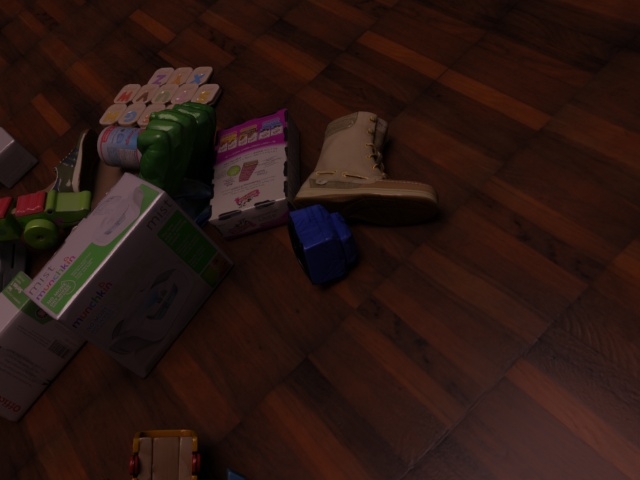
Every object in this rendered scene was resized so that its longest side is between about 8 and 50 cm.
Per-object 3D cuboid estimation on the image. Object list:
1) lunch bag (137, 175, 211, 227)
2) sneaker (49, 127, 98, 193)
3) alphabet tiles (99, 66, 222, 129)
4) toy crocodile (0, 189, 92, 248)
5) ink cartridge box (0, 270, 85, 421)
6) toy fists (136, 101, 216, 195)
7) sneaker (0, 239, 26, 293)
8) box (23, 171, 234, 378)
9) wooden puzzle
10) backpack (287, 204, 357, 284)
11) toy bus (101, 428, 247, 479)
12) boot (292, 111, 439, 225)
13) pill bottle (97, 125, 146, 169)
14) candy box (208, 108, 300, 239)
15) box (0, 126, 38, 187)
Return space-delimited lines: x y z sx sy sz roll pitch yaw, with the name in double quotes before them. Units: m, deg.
"lunch bag" -0.283 -0.080 1.366 0.151 0.096 0.129 -24 42 -29
"sneaker" -0.544 -0.166 1.523 0.086 0.064 0.192 -11 53 10
"alphabet tiles" -0.369 -0.309 1.598 0.284 0.021 0.278 6 55 26
"toy crocodile" -0.633 -0.044 1.422 0.341 0.105 0.115 -11 46 4
"ink cartridge box" -0.547 0.193 1.259 0.093 0.160 0.219 27 72 39
"toy fists" -0.270 -0.188 1.323 0.096 0.279 0.142 22 111 4
"sneaker" -0.666 0.108 1.443 0.091 0.094 0.258 -36 41 24
"box" -0.319 0.059 1.191 0.127 0.231 0.262 25 71 38
"wooden puzzle" -0.493 -0.127 1.545 0.239 0.044 0.221 -42 49 -12
"backpack" 0.000 0.000 1.162 0.101 0.098 0.120 -17 39 -12
"toy bus" -0.223 0.369 1.001 0.202 0.104 0.191 -43 93 -13
"boot" 0.097 -0.129 1.205 0.262 0.095 0.203 1 57 33
"pill bottle" -0.378 -0.192 1.457 0.160 0.087 0.087 8 61 22
"candy box" -0.122 -0.128 1.329 0.159 0.071 0.233 -14 51 17
"box" -0.774 -0.203 1.709 0.102 0.087 0.101 -47 49 -10
